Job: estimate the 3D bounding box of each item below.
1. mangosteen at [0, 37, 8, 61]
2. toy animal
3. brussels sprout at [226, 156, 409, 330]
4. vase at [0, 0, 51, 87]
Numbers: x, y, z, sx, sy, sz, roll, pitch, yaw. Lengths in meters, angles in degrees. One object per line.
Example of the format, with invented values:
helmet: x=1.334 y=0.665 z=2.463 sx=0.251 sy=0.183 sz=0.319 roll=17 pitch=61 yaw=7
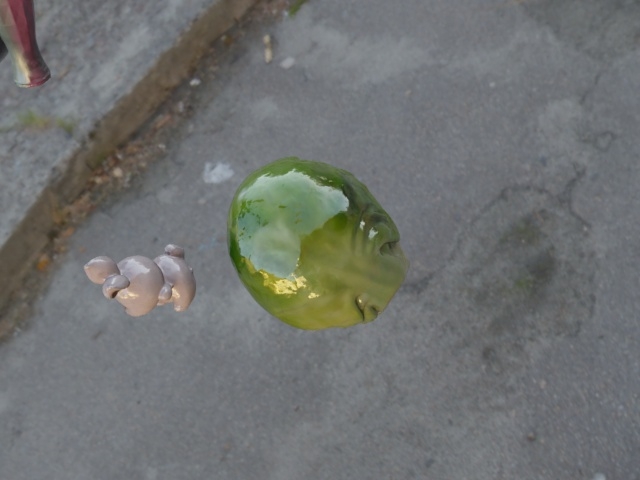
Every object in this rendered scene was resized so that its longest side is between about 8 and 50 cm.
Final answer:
mangosteen: x=-0.769 y=-0.471 z=1.722 sx=0.330 sy=0.330 sz=0.330 roll=-18 pitch=47 yaw=20
toy animal: x=-0.322 y=0.075 z=1.474 sx=0.124 sy=0.212 sz=0.124 roll=2 pitch=93 yaw=41
brussels sprout: x=0.000 y=0.000 z=1.469 sx=0.268 sy=0.344 sz=0.344 roll=-50 pitch=34 yaw=36
vase: x=-0.459 y=-0.332 z=1.279 sx=0.086 sy=0.214 sz=0.086 roll=-3 pitch=41 yaw=3
